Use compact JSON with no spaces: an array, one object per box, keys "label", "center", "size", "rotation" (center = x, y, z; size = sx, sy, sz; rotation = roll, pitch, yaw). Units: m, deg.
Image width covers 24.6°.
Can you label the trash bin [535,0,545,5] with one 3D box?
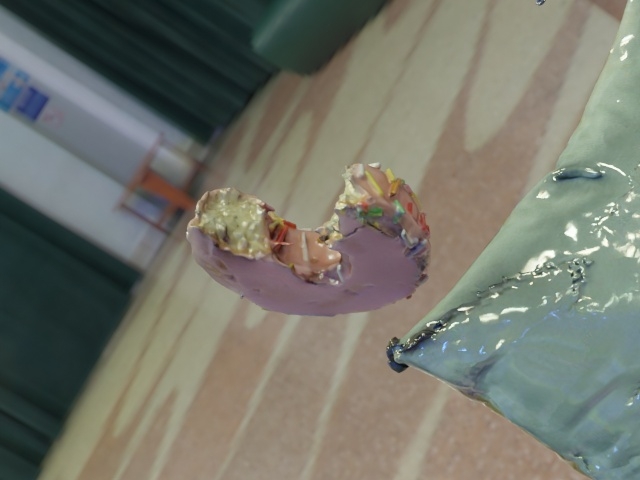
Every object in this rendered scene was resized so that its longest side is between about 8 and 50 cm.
[{"label":"trash bin","center":[0.159,-0.321,1.130],"size":[0.184,0.234,0.162],"rotation":[-34,13,13]}]

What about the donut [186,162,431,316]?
[{"label":"donut","center":[0.000,0.000,1.397],"size":[0.233,0.199,0.085],"rotation":[-8,57,23]}]

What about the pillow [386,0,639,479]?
[{"label":"pillow","center":[0.242,0.039,0.873],"size":[0.312,0.310,0.119],"rotation":[-54,-2,-19]}]
